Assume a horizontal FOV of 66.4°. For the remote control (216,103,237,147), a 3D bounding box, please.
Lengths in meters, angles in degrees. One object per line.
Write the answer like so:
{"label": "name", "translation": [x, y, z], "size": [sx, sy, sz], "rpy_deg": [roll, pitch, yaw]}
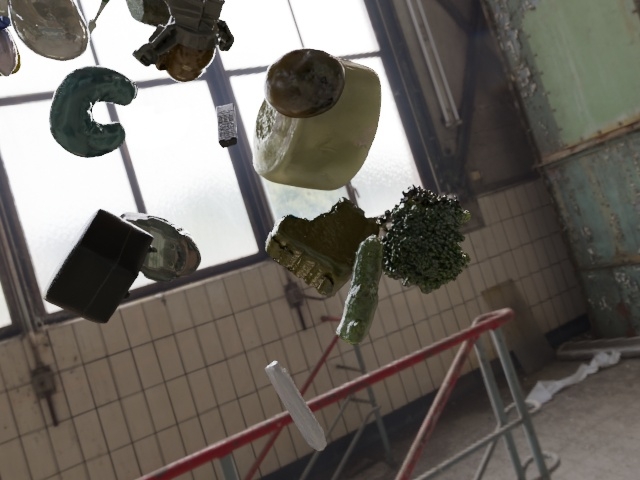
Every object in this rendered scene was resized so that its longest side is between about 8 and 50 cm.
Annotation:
{"label": "remote control", "translation": [-0.295, -0.367, 1.542], "size": [0.063, 0.025, 0.245], "rpy_deg": [-15, 42, 1]}

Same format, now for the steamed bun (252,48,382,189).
{"label": "steamed bun", "translation": [0.000, -0.370, 1.631], "size": [0.370, 0.290, 0.456], "rpy_deg": [5, -56, -29]}

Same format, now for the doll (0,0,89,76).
{"label": "doll", "translation": [-0.435, -0.381, 0.605], "size": [0.186, 0.377, 0.365], "rpy_deg": [-1, -2, -44]}

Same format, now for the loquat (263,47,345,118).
{"label": "loquat", "translation": [-0.039, -0.399, 1.242], "size": [0.227, 0.180, 0.179], "rpy_deg": [2, 9, 34]}

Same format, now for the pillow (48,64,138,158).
{"label": "pillow", "translation": [-0.560, -0.315, 1.216], "size": [0.086, 0.234, 0.214], "rpy_deg": [27, 17, 29]}

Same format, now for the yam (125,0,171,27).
{"label": "yam", "translation": [-0.600, -0.874, 1.846], "size": [0.254, 0.154, 0.153], "rpy_deg": [1, -14, -40]}

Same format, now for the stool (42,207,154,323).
{"label": "stool", "translation": [-0.458, 0.055, 1.014], "size": [0.141, 0.232, 0.232], "rpy_deg": [31, -28, -24]}

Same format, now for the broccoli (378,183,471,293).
{"label": "broccoli", "translation": [0.325, -0.008, 1.579], "size": [0.323, 0.335, 0.272], "rpy_deg": [12, 5, 14]}

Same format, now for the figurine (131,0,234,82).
{"label": "figurine", "translation": [-0.378, -0.588, 1.410], "size": [0.342, 0.167, 0.285], "rpy_deg": [-11, -34, -32]}

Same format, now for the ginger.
{"label": "ginger", "translation": [0.105, 0.120, 1.189], "size": [0.089, 0.137, 0.290], "rpy_deg": [6, 51, 19]}

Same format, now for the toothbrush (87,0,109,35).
{"label": "toothbrush", "translation": [-0.549, -0.661, 1.282], "size": [0.304, 0.030, 0.030], "rpy_deg": [-41, -14, 30]}

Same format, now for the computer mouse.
{"label": "computer mouse", "translation": [-0.534, 0.008, 1.550], "size": [0.388, 0.200, 0.115], "rpy_deg": [18, 15, 16]}

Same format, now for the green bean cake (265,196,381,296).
{"label": "green bean cake", "translation": [0.000, 0.000, 1.525], "size": [0.310, 0.285, 0.202], "rpy_deg": [-50, -3, -39]}

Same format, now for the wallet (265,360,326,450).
{"label": "wallet", "translation": [-0.048, 0.315, 0.940], "size": [0.031, 0.183, 0.124], "rpy_deg": [-31, -8, -22]}
